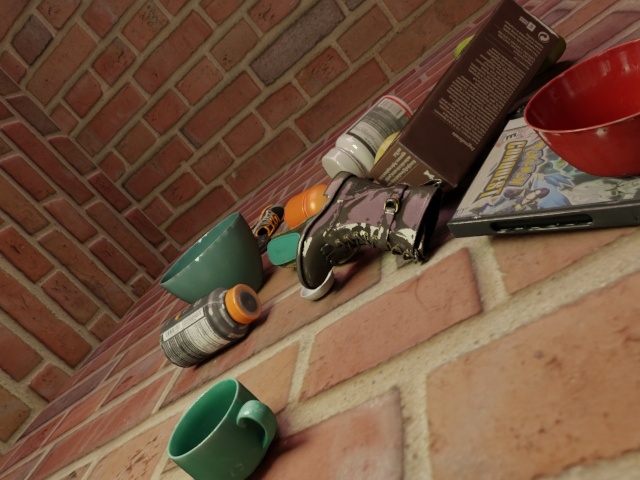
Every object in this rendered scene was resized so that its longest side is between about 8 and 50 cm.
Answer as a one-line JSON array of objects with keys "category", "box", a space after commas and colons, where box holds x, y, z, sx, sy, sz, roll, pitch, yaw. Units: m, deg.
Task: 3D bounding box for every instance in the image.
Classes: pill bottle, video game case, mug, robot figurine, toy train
[{"category": "pill bottle", "box": [0.149, -0.288, 1.369, 0.283, 0.161, 0.161, -45, 16, -13]}, {"category": "video game case", "box": [0.337, -0.112, 0.622, 0.248, 0.035, 0.275, -5, 38, 49]}, {"category": "pill bottle", "box": [-0.253, 0.195, 1.068, 0.245, 0.130, 0.130, -33, 18, 25]}, {"category": "mug", "box": [-0.124, 0.273, 0.620, 0.129, 0.097, 0.157, -46, 17, -20]}, {"category": "robot figurine", "box": [-0.016, -0.080, 1.261, 0.158, 0.128, 0.219, -18, 0, -35]}, {"category": "toy train", "box": [0.393, -0.241, 0.780, 0.158, 0.027, 0.036, -24, 14, 48]}]

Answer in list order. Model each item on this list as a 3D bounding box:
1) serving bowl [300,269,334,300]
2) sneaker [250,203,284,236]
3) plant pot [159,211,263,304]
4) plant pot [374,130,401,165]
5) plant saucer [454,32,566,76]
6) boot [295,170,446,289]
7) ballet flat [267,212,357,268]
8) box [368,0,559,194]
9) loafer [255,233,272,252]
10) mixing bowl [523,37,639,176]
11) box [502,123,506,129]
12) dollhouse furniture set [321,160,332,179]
[{"category": "serving bowl", "box": [-0.001, 0.095, 0.937, 0.083, 0.027, 0.083, -38, 16, 13]}, {"category": "sneaker", "box": [-0.201, -0.057, 1.732, 0.083, 0.084, 0.215, 3, 48, 49]}, {"category": "plant pot", "box": [-0.273, 0.087, 1.280, 0.290, 0.195, 0.290, -38, 16, 13]}, {"category": "plant pot", "box": [0.202, -0.168, 1.021, 0.134, 0.134, 0.095, -43, 40, -6]}, {"category": "plant saucer", "box": [0.432, -0.418, 1.051, 0.241, 0.240, 0.038, -176, 91, -68]}, {"category": "boot", "box": [0.085, -0.005, 0.809, 0.228, 0.091, 0.263, 22, 90, 40]}, {"category": "ballet flat", "box": [0.000, 0.000, 1.065, 0.348, 0.123, 0.123, -14, 31, 54]}, {"category": "box", "box": [0.272, -0.257, 0.892, 0.382, 0.143, 0.191, -54, 2, -14]}, {"category": "loafer", "box": [-0.288, 0.039, 1.644, 0.267, 0.084, 0.096, -30, 19, 33]}, {"category": "mixing bowl", "box": [0.336, -0.136, 0.503, 0.181, 0.098, 0.182, -30, 25, 16]}, {"category": "box", "box": [0.426, -0.235, 0.807, 0.179, 0.043, 0.105, -35, 18, 16]}, {"category": "dollhouse furniture set", "box": [0.090, -0.261, 1.499, 0.151, 0.123, 0.144, -42, 16, -5]}]
